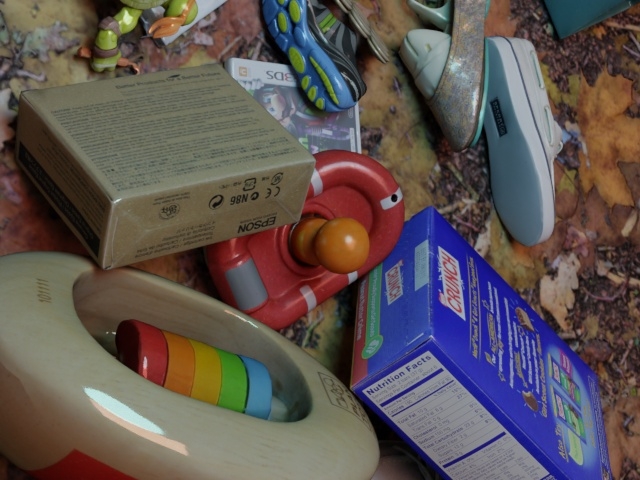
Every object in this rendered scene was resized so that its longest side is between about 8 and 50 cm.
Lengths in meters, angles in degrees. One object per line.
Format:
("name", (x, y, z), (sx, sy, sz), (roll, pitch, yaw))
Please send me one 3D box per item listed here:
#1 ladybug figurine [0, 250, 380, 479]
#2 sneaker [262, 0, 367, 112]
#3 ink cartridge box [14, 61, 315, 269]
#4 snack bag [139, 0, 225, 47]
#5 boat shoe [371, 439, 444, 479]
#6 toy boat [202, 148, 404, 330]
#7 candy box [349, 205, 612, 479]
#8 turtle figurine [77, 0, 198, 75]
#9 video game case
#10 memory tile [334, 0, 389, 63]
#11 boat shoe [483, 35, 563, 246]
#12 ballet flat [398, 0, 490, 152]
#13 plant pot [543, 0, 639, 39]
("ladybug figurine", (-0.144, 0.161, 1.267), (0.449, 0.305, 0.162), (24, 110, -27))
("sneaker", (-0.005, -0.234, 1.529), (0.078, 0.067, 0.188), (-22, 85, -49))
("ink cartridge box", (-0.155, -0.081, 1.333), (0.234, 0.088, 0.193), (-14, 44, -34))
("snack bag", (-0.151, -0.429, 1.495), (0.342, 0.037, 0.323), (-41, 105, -32))
("boat shoe", (0.163, 0.307, 1.526), (0.320, 0.103, 0.118), (29, 66, -27))
("toy boat", (0.000, 0.000, 1.425), (0.231, 0.151, 0.151), (-34, 113, -26))
("candy box", (0.179, 0.156, 1.482), (0.317, 0.122, 0.268), (46, 25, -20))
("turtle figurine", (-0.210, -0.273, 1.377), (0.217, 0.087, 0.269), (35, 87, -13))
("video game case", (-0.027, -0.105, 1.526), (0.173, 0.022, 0.190), (3, 80, -34))
("memory tile", (0.033, -0.270, 1.560), (0.012, 0.113, 0.148), (-35, 104, 11))
("boat shoe", (0.259, -0.127, 1.687), (0.088, 0.096, 0.268), (-8, 78, -31))
("ballet flat", (0.152, -0.258, 1.644), (0.106, 0.107, 0.316), (12, 68, -11))
("plant pot", (0.365, -0.422, 1.776), (0.165, 0.165, 0.234), (-27, 88, -35))
